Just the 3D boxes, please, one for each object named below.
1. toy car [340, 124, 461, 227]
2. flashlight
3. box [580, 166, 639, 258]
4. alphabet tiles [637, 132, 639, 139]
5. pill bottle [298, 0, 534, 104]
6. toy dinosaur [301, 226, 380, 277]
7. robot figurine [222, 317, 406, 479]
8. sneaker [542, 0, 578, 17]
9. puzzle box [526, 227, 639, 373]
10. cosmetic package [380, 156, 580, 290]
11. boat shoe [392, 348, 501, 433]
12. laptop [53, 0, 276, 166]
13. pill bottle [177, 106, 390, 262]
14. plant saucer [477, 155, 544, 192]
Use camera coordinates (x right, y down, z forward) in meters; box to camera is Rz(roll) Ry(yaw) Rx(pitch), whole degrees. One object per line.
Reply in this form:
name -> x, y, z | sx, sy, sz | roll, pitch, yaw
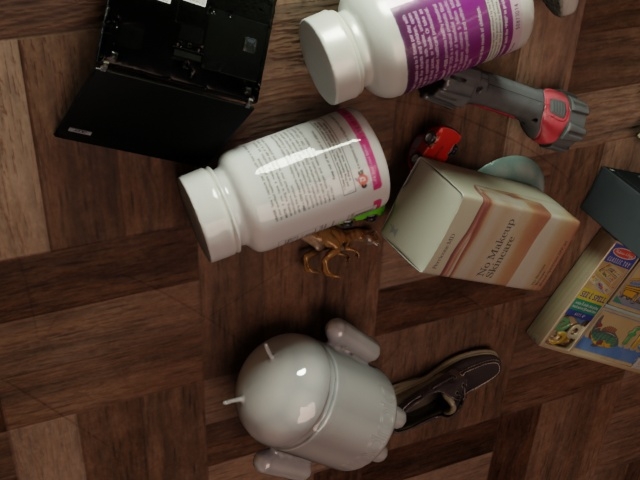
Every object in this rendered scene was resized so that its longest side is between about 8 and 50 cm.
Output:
toy car -> 0.113, -0.078, 1.546 | 0.225, 0.053, 0.239 | -12, 127, -20
flashlight -> 0.292, -0.223, 1.513 | 0.304, 0.103, 0.103 | 12, 121, -28
box -> 0.637, -0.023, 1.722 | 0.184, 0.261, 0.103 | 9, 118, -31
alphabet tiles -> 0.749, -0.269, 1.722 | 0.342, 0.011, 0.285 | -42, 141, 16
pill bottle -> 0.130, -0.300, 1.317 | 0.301, 0.169, 0.169 | -23, 131, -12
toy dinosaur -> 0.000, 0.000, 1.552 | 0.211, 0.064, 0.112 | 9, 92, -36
robot figurine -> -0.006, 0.282, 1.646 | 0.353, 0.200, 0.300 | 28, 87, -39
sneaker -> 0.375, -0.466, 1.359 | 0.129, 0.111, 0.297 | -15, 130, -12
puzzle box -> 0.655, 0.142, 1.991 | 0.409, 0.052, 0.272 | 16, 113, -35
cosmetic package -> 0.267, -0.022, 1.548 | 0.296, 0.129, 0.153 | 8, 117, -38
boat shoe -> 0.243, 0.306, 1.866 | 0.285, 0.092, 0.103 | -19, 130, -15
laptop -> -0.209, -0.246, 1.282 | 0.234, 0.136, 0.264 | 9, 92, -33
pill bottle -> -0.055, -0.079, 1.385 | 0.283, 0.160, 0.160 | -21, 130, -13
plant saucer -> 0.329, -0.059, 1.685 | 0.195, 0.037, 0.195 | -15, 129, -19
